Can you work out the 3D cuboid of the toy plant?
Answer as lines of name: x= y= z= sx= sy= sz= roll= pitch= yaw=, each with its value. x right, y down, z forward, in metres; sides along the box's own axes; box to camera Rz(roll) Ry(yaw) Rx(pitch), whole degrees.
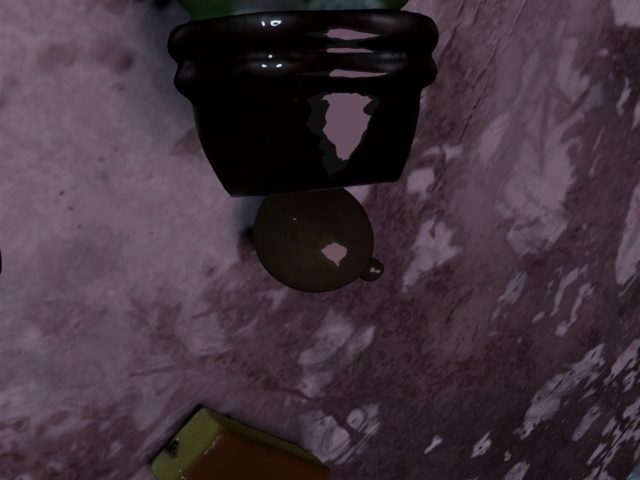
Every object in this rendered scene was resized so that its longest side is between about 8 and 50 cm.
toy plant: x=-0.006 y=-0.151 z=0.581 sx=0.218 sy=0.175 sz=0.235 roll=-9 pitch=100 yaw=-33

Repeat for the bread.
bread: x=-0.075 y=0.240 z=0.906 sx=0.088 sy=0.049 sz=0.226 roll=-50 pitch=143 yaw=-1

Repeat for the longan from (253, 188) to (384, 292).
longan: x=0.000 y=0.000 z=0.740 sx=0.119 sy=0.106 sz=0.106 roll=30 pitch=98 yaw=-20
